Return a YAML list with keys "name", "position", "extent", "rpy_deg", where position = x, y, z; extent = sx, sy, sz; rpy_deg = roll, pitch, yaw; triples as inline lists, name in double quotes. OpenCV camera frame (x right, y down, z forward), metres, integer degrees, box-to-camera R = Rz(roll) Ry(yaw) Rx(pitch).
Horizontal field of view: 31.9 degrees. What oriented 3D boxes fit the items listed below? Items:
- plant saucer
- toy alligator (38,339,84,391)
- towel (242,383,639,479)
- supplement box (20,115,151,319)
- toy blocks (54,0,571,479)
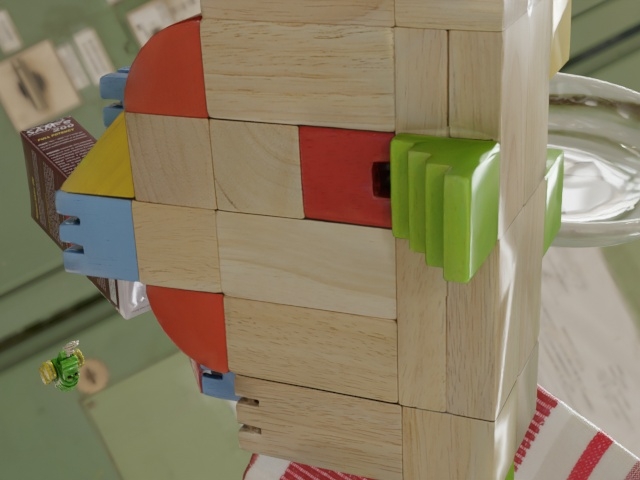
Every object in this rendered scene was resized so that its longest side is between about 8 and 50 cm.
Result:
- name: "plant saucer"
  position: [0.294, -0.089, 1.429]
  extent: [0.400, 0.401, 0.100]
  rpy_deg: [-122, -153, -51]
- name: "toy alligator"
  position: [-0.370, 0.190, 1.637]
  extent: [0.051, 0.056, 0.190]
  rpy_deg: [64, -26, 6]
- name: "towel"
  position: [0.098, 0.198, 0.866]
  extent: [0.329, 0.237, 0.037]
  rpy_deg: [36, 23, 24]
- name: "supplement box"
  position: [-0.260, -0.031, 1.302]
  extent: [0.239, 0.073, 0.130]
  rpy_deg: [40, -40, 37]
- name: "toy blocks"
  position: [-0.020, -0.032, 0.591]
  extent: [0.191, 0.261, 0.381]
  rpy_deg: [-44, 136, -57]
